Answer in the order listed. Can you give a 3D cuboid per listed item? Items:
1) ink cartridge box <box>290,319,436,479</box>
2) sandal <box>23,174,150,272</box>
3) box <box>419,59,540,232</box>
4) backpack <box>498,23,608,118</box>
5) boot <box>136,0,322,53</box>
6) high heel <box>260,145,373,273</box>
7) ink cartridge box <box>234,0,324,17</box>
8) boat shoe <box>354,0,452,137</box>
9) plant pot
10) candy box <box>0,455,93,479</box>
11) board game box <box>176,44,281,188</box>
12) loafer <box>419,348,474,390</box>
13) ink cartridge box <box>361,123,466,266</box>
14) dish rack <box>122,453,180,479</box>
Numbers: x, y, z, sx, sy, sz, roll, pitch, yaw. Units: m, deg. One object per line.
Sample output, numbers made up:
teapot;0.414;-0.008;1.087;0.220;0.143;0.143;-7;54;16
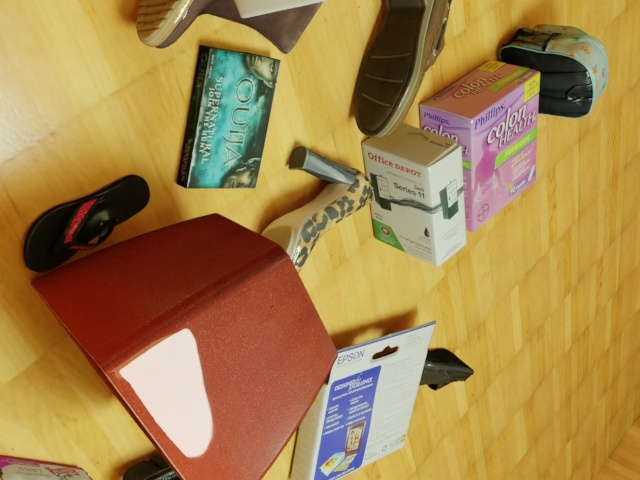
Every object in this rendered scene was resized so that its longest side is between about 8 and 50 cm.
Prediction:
ink cartridge box;0.085;0.311;1.466;0.304;0.072;0.307;-8;113;-45
sandal;-0.276;-0.023;0.897;0.179;0.040;0.067;-37;134;-29
box;0.302;-0.179;1.399;0.214;0.117;0.242;-35;133;-31
backpack;0.460;-0.326;1.437;0.144;0.188;0.165;-42;135;-25
boot;-0.094;-0.291;0.915;0.207;0.090;0.248;41;75;-48
high heel;0.000;0.000;1.171;0.186;0.093;0.261;20;86;-45
ink cartridge box;-0.016;-0.433;0.705;0.160;0.279;0.384;-45;124;-34
boat shoe;0.146;-0.303;1.161;0.105;0.111;0.307;6;106;-48
plant pot;-0.142;0.117;0.890;0.236;0.267;0.267;-38;123;-20
candy box;-0.409;0.400;0.953;0.159;0.071;0.233;34;85;-49
board game box;-0.122;-0.161;1.005;0.126;0.026;0.186;-5;113;-46
loafer;0.258;0.289;1.646;0.220;0.080;0.078;17;107;-46
ink cartridge box;0.161;-0.080;1.268;0.087;0.153;0.208;-35;132;-29
dish rack;-0.223;0.441;1.183;0.208;0.074;0.271;-13;120;-43
